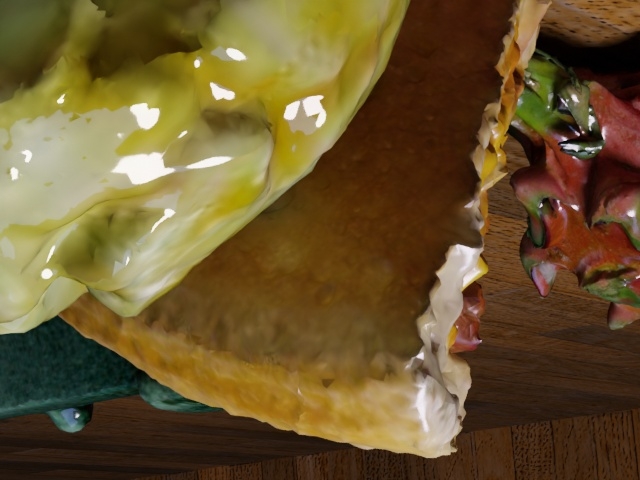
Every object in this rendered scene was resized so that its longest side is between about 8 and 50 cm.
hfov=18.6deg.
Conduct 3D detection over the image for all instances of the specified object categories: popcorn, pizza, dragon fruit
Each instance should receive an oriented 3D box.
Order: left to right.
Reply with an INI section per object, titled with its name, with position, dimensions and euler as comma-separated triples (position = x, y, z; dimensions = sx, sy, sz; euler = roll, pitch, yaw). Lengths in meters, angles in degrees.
[popcorn]
position = -0.083, -0.076, 0.490
dimensions = 0.221, 0.204, 0.184
euler = 14, 157, 36
[pizza]
position = -0.005, -0.052, 0.626
dimensions = 0.228, 0.289, 0.081
euler = -37, 138, -16
[dragon fruit]
position = 0.148, -0.040, 0.992
dimensions = 0.236, 0.135, 0.137
euler = 24, 156, -22

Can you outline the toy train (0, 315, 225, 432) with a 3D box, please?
[toy train]
position = -0.093, -0.007, 0.848
dimensions = 0.330, 0.178, 0.138
euler = -14, 180, 39
